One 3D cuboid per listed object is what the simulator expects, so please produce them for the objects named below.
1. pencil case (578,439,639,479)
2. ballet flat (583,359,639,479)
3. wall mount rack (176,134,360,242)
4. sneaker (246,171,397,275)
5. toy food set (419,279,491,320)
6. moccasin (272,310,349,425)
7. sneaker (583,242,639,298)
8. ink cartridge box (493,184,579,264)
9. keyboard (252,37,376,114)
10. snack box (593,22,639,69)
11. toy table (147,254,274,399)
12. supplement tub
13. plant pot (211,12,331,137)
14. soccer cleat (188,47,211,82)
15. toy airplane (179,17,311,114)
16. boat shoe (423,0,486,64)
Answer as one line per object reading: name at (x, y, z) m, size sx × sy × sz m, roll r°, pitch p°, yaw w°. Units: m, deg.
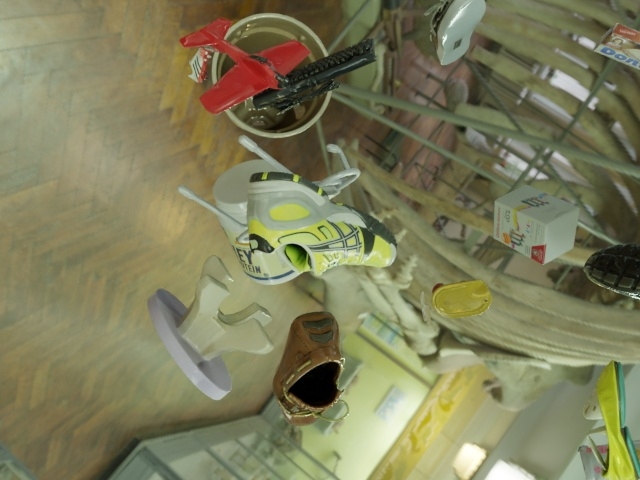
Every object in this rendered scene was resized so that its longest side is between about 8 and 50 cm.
pencil case at (0.758, 0.524, 1.414) m, size 0.273 × 0.114 × 0.124 m, roll -22°, pitch 149°, yaw 33°
ballet flat at (0.504, 0.322, 1.054) m, size 0.077 × 0.231 × 0.077 m, roll -10°, pitch -169°, yaw 28°
wall mount rack at (-0.103, -0.110, 1.256) m, size 0.350 × 0.131 × 0.304 m, roll -31°, pitch 168°, yaw 36°
sneaker at (0.000, 0.000, 1.133) m, size 0.384 × 0.145 × 0.147 m, roll 23°, pitch 75°, yaw -42°
toy food set at (0.412, 0.167, 1.843) m, size 0.071 × 0.217 × 0.128 m, roll -67°, pitch 142°, yaw -56°
moccasin at (-0.015, 0.303, 1.256) m, size 0.139 × 0.147 × 0.380 m, roll -3°, pitch 141°, yaw -19°
sneaker at (0.561, 0.083, 0.973) m, size 0.101 × 0.267 × 0.106 m, roll -48°, pitch 128°, yaw -21°
ink cartridge box at (0.566, -0.046, 1.594) m, size 0.127 × 0.176 × 0.128 m, roll -24°, pitch 126°, yaw -23°
keyboard at (-0.019, -0.383, 1.416) m, size 0.317 × 0.033 × 0.202 m, roll -19°, pitch -143°, yaw 18°
snack box at (0.529, -0.286, 0.945) m, size 0.064 × 0.178 × 0.022 m, roll 95°, pitch 18°, yaw -83°
toy table at (-0.218, 0.162, 1.213) m, size 0.161 × 0.274 × 0.252 m, roll -40°, pitch 159°, yaw 3°
supplement tub at (-0.168, -0.052, 1.787) m, size 0.235 × 0.235 × 0.325 m, roll -47°, pitch 138°, yaw -28°
plant pot at (-0.164, -0.447, 1.765) m, size 0.334 × 0.334 × 0.305 m, roll -52°, pitch -168°, yaw -9°
soccer cleat at (-0.209, -0.315, 1.042) m, size 0.029 × 0.035 × 0.083 m, roll -53°, pitch 164°, yaw -56°
toy airplane at (-0.081, -0.190, 0.625) m, size 0.151 × 0.151 × 0.028 m, roll -45°, pitch 156°, yaw -33°
boat shoe at (0.313, -0.528, 1.437) m, size 0.113 × 0.105 × 0.306 m, roll -30°, pitch 173°, yaw 7°
